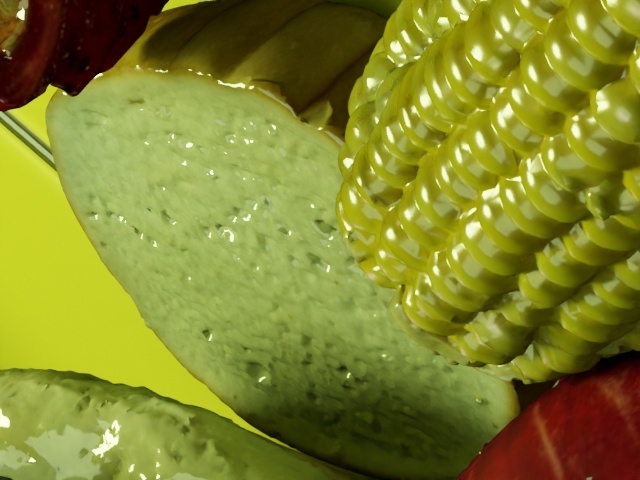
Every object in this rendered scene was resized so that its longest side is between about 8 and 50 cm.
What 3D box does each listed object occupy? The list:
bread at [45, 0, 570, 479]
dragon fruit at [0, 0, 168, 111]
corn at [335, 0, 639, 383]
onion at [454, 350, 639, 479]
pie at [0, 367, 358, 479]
[{"bbox_3d":[0.000,0.000,0.723,0.236,0.070,0.236,30,146,22],"label":"bread"},{"bbox_3d":[-0.087,-0.113,0.635,0.097,0.131,0.063,44,146,-15],"label":"dragon fruit"},{"bbox_3d":[0.100,-0.065,0.470,0.130,0.130,0.347,42,144,3],"label":"corn"},{"bbox_3d":[0.146,0.121,0.595,0.252,0.219,0.252,1,127,1],"label":"onion"},{"bbox_3d":[-0.017,0.129,0.799,0.337,0.075,0.337,20,171,3],"label":"pie"}]
